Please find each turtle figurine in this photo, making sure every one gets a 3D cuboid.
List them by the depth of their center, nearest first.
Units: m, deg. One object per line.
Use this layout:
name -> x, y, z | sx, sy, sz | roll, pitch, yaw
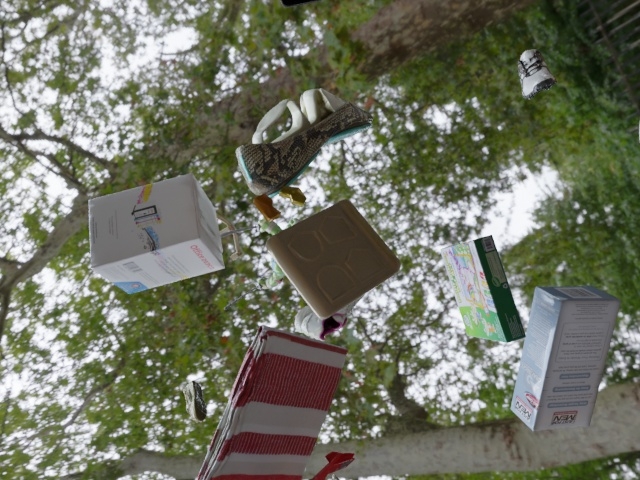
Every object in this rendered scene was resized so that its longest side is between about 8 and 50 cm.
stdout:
turtle figurine -> -0.143, 0.028, 1.495 | 0.197, 0.275, 0.266 | 67, -161, -6

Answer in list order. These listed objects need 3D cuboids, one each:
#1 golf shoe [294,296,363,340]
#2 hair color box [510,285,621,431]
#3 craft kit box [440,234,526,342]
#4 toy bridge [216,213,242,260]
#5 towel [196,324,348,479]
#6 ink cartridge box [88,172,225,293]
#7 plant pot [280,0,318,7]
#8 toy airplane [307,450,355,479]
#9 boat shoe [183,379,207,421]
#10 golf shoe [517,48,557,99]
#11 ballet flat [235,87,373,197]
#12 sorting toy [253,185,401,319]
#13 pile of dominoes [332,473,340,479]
golf shoe -> 0.064, 0.239, 1.814 | 0.306, 0.140, 0.115 | -33, -54, -26
hair color box -> 0.652, 0.314, 1.435 | 0.186, 0.113, 0.374 | 1, -75, -15
craft kit box -> 0.395, 0.120, 1.331 | 0.246, 0.061, 0.249 | 113, 140, -84
toy bridge -> -0.305, -0.030, 1.696 | 0.188, 0.063, 0.026 | 58, -157, -11
towel -> -0.073, 0.315, 0.868 | 0.237, 0.037, 0.328 | 27, -98, -49
ink cartridge box -> -0.351, -0.012, 1.164 | 0.171, 0.233, 0.168 | 73, -177, -64
plant pot -> -0.008, -0.582, 1.000 | 0.188, 0.188, 0.166 | 49, -143, -70
toy airplane -> 0.001, 0.375, 0.837 | 0.151, 0.151, 0.028 | -25, -89, -53
boat shoe -> -0.357, 0.457, 1.497 | 0.056, 0.048, 0.153 | 51, -178, -35
golf shoe -> 0.486, -0.387, 1.231 | 0.093, 0.077, 0.198 | 57, -155, -14
ballet flat -> -0.032, -0.284, 1.359 | 0.483, 0.164, 0.182 | -41, -72, -40
sorting toy -> 0.000, 0.000, 1.169 | 0.229, 0.041, 0.307 | -30, -108, -27
pile of dominoes -> 0.109, 0.757, 1.401 | 0.251, 0.040, 0.196 | 49, 179, -1
